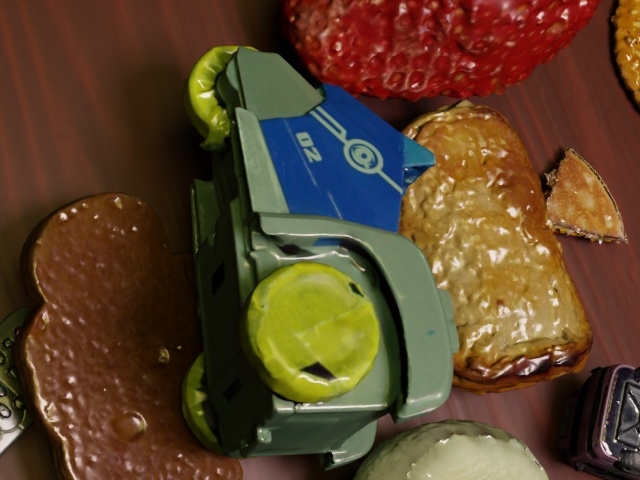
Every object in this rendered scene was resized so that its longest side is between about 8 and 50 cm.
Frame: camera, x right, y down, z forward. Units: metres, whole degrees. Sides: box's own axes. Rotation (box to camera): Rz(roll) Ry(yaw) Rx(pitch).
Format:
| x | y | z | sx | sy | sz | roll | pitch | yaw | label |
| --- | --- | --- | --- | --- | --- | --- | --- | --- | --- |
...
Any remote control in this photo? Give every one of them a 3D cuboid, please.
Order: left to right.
| x | y | z | sx | sy | sz | roll | pitch | yaw | label |
| --- | --- | --- | --- | --- | --- | --- | --- | --- | --- |
| -0.268 | 0.141 | 0.871 | 0.072 | 0.042 | 0.222 | 44 | 64 | -6 | remote control |

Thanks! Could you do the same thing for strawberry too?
| x | y | z | sx | sy | sz | roll | pitch | yaw | label |
| --- | --- | --- | --- | --- | --- | --- | --- | --- | --- |
| 0.106 | -0.247 | 1.039 | 0.261 | 0.257 | 0.261 | 32 | 31 | -22 | strawberry |

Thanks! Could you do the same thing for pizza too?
| x | y | z | sx | sy | sz | roll | pitch | yaw | label |
| --- | --- | --- | --- | --- | --- | --- | --- | --- | --- |
| 0.244 | -0.043 | 1.125 | 0.100 | 0.029 | 0.099 | 8 | 65 | -21 | pizza |

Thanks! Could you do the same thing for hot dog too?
| x | y | z | sx | sy | sz | roll | pitch | yaw | label |
| --- | --- | --- | --- | --- | --- | --- | --- | --- | --- |
| 0.134 | 0.011 | 1.022 | 0.175 | 0.114 | 0.259 | -8 | 69 | -17 | hot dog |

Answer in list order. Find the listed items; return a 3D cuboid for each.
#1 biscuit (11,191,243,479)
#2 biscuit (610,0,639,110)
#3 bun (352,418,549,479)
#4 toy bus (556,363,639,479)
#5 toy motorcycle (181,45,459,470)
| x | y | z | sx | sy | sz | roll | pitch | yaw | label |
| --- | --- | --- | --- | --- | --- | --- | --- | --- | --- |
| -0.135 | 0.102 | 0.916 | 0.208 | 0.041 | 0.290 | -21 | 89 | -40 | biscuit |
| 0.421 | -0.193 | 1.225 | 0.254 | 0.035 | 0.253 | 6 | 73 | -20 | biscuit |
| 0.094 | 0.233 | 0.935 | 0.195 | 0.118 | 0.195 | 4 | 83 | -32 | bun |
| 0.315 | 0.183 | 1.041 | 0.199 | 0.108 | 0.096 | 23 | 69 | -14 | toy bus |
| 0.000 | 0.000 | 0.895 | 0.200 | 0.191 | 0.326 | 3 | 66 | -20 | toy motorcycle |
